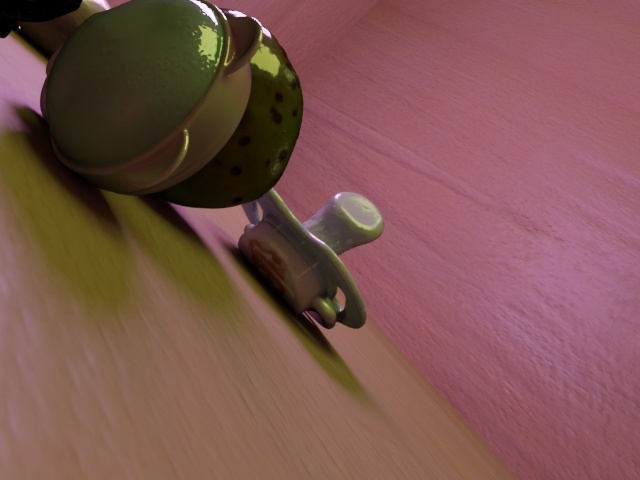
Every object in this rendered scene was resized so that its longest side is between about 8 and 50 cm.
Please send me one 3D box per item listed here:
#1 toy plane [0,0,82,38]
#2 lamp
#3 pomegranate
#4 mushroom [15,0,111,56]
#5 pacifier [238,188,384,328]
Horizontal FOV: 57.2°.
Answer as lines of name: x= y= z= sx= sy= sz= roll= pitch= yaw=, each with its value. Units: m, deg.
toy plane: x=-0.328 y=-0.282 z=0.454 sx=0.381 sy=0.155 sz=0.106 roll=27 pitch=10 yaw=-24
lamp: x=-0.166 y=-0.135 z=0.498 sx=0.246 sy=0.179 sz=0.108 roll=21 pitch=-19 yaw=40
pomegranate: x=-0.150 y=-0.169 z=0.714 sx=0.286 sy=0.231 sz=0.231 roll=37 pitch=-5 yaw=45
mushroom: x=-0.373 y=-0.320 z=0.899 sx=0.350 sy=0.128 sz=0.128 roll=50 pitch=-2 yaw=-39
pacifier: x=0.000 y=0.000 z=0.877 sx=0.279 sy=0.207 sz=0.227 roll=46 pitch=-16 yaw=18
